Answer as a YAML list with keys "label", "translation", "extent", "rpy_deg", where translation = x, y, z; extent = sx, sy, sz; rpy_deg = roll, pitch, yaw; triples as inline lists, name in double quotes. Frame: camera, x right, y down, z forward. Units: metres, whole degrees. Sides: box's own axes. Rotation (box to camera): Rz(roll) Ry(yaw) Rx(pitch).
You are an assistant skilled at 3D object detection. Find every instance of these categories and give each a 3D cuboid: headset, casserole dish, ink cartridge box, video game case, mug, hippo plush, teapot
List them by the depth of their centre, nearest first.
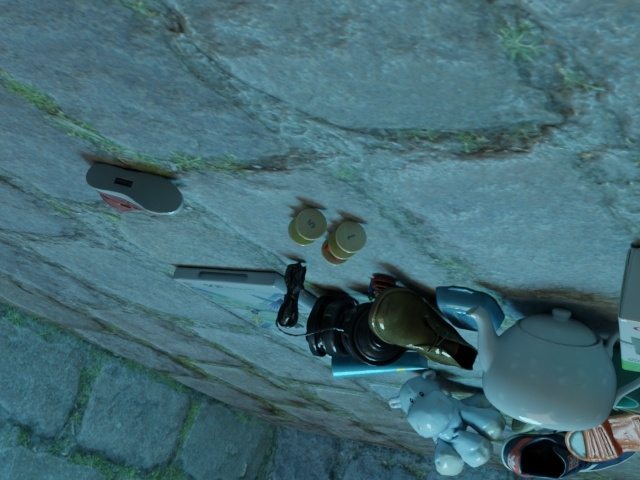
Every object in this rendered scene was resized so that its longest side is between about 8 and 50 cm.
- label: "ink cartridge box"
  translation: [0.547, 0.121, 1.423]
  extent: [0.198, 0.114, 0.273]
  rpy_deg: [8, 161, 22]
- label: "teapot"
  translation: [0.419, 0.211, 1.724]
  extent: [0.256, 0.187, 0.252]
  rpy_deg: [-3, -161, -41]
- label: "casserole dish"
  translation: [0.281, 0.135, 1.832]
  extent: [0.114, 0.037, 0.188]
  rpy_deg: [7, 160, 25]
- label: "mug"
  translation: [0.541, 0.253, 1.864]
  extent: [0.158, 0.097, 0.129]
  rpy_deg: [18, 163, -5]
- label: "headset"
  translation: [0.069, 0.156, 1.988]
  extent: [0.394, 0.185, 0.243]
  rpy_deg: [11, 174, -43]
- label: "video game case"
  translation: [-0.121, 0.141, 2.196]
  extent: [0.300, 0.036, 0.329]
  rpy_deg: [2, 158, 38]
- label: "hippo plush"
  translation: [0.327, 0.431, 2.519]
  extent: [0.236, 0.234, 0.294]
  rpy_deg: [50, -172, -32]

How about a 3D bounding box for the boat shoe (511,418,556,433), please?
- label: "boat shoe"
  translation: [0.560, 0.435, 2.409]
  extent: [0.092, 0.103, 0.285]
  rpy_deg: [22, 156, -4]

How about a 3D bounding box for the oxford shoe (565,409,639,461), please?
- label: "oxford shoe"
  translation: [0.738, 0.407, 2.187]
  extent: [0.364, 0.133, 0.130]
  rpy_deg: [-11, 106, 34]

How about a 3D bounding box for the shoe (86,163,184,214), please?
- label: "shoe"
  translation: [-0.307, -0.078, 1.650]
  extent: [0.178, 0.063, 0.081]
  rpy_deg: [18, 165, 12]

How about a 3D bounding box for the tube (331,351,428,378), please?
- label: "tube"
  translation: [0.127, 0.263, 2.084]
  extent: [0.207, 0.052, 0.080]
  rpy_deg: [-5, -156, 6]

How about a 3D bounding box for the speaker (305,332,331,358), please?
- label: "speaker"
  translation: [0.014, 0.252, 2.387]
  extent: [0.055, 0.055, 0.136]
  rpy_deg: [6, 160, 28]

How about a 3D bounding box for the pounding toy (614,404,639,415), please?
- label: "pounding toy"
  translation: [0.669, 0.313, 1.965]
  extent: [0.181, 0.094, 0.206]
  rpy_deg: [22, 171, -35]

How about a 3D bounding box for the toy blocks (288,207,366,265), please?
- label: "toy blocks"
  translation: [0.000, 0.000, 1.629]
  extent: [0.123, 0.054, 0.148]
  rpy_deg: [18, 163, -9]

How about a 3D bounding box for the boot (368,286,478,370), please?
- label: "boot"
  translation: [0.204, 0.172, 1.844]
  extent: [0.115, 0.112, 0.305]
  rpy_deg: [23, 175, 42]

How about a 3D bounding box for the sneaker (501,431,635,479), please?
- label: "sneaker"
  translation: [0.635, 0.535, 2.421]
  extent: [0.350, 0.131, 0.148]
  rpy_deg: [-10, -178, 1]

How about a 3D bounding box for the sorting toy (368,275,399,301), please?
- label: "sorting toy"
  translation: [0.120, 0.101, 1.852]
  extent: [0.061, 0.042, 0.102]
  rpy_deg: [8, 161, 23]
